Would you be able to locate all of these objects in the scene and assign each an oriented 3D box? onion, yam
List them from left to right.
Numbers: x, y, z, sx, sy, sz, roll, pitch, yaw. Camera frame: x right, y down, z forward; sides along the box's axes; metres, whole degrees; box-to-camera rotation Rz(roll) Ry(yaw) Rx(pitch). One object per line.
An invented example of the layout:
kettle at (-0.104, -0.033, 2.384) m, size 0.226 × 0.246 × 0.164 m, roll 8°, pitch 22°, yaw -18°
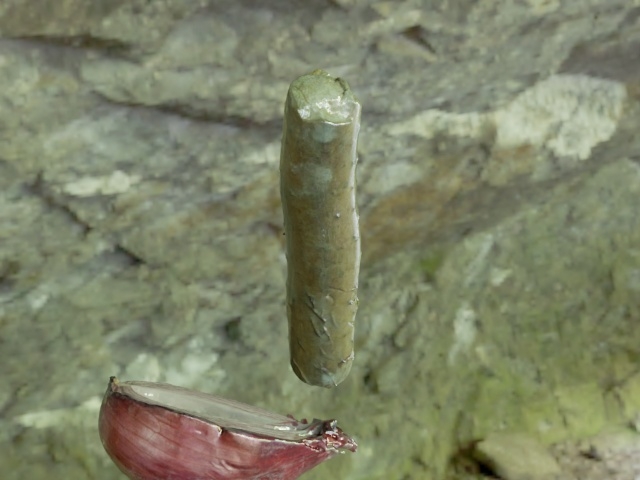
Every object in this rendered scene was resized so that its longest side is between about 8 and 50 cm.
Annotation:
onion at (-0.105, 0.229, 1.189) m, size 0.283 × 0.120 × 0.227 m, roll 10°, pitch -2°, yaw 4°
yam at (0.000, 0.000, 0.973) m, size 0.071 × 0.317 × 0.067 m, roll -9°, pitch 38°, yaw -13°
